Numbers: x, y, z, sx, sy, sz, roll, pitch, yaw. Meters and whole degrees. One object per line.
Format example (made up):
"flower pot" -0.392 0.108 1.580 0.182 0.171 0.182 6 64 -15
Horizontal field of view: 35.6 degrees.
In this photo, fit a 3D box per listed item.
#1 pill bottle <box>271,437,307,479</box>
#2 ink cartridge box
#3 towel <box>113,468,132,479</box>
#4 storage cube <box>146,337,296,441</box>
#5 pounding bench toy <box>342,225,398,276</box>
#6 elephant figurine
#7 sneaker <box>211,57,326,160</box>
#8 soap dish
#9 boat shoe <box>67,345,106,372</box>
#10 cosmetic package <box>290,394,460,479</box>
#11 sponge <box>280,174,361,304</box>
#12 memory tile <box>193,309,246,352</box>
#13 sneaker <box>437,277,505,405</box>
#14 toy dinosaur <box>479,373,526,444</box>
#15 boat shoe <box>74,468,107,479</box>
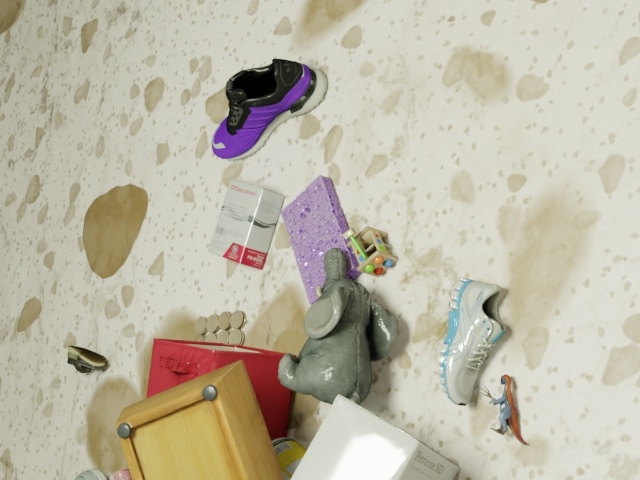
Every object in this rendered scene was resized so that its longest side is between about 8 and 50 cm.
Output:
"pill bottle" -0.026 0.405 1.613 0.184 0.103 0.103 32 101 47
"ink cartridge box" -0.142 -0.032 1.906 0.109 0.063 0.150 18 90 48
"towel" -0.252 0.529 1.615 0.037 0.237 0.329 -20 78 -6
"storage cube" -0.180 0.279 1.740 0.184 0.215 0.193 3 86 46
"pounding bench toy" 0.077 0.018 1.646 0.052 0.083 0.065 -42 50 28
"elephant figurine" 0.034 0.135 1.588 0.186 0.169 0.239 18 87 22
"sneaker" -0.138 -0.263 1.916 0.293 0.146 0.102 -33 55 35
"soap dish" -0.181 0.360 1.543 0.229 0.118 0.291 -24 78 16
"boat shoe" -0.520 0.271 2.214 0.152 0.056 0.049 13 92 57
"cosmetic package" 0.025 0.428 1.408 0.155 0.197 0.365 26 82 34
"sponge" 0.000 0.000 1.771 0.117 0.031 0.210 -41 51 30
"memory tile" -0.197 0.194 1.928 0.148 0.012 0.113 -14 68 44
"sneaker" 0.227 0.148 1.462 0.083 0.071 0.190 0 78 40
"toy dinosaur" 0.267 0.236 1.426 0.090 0.047 0.082 23 85 14
"boat shoe" -0.503 0.628 2.038 0.118 0.103 0.320 3 80 47
